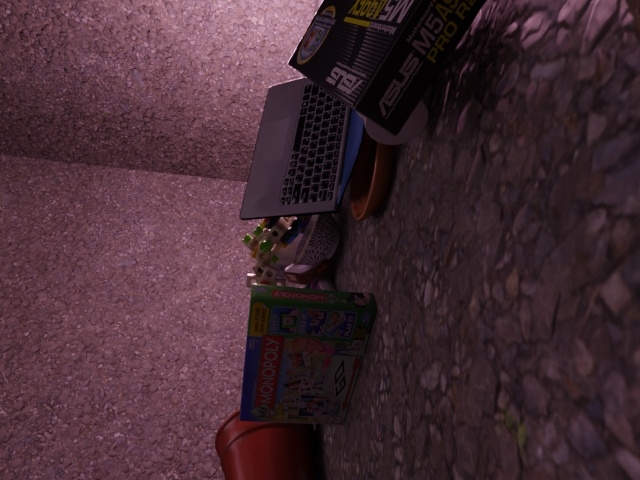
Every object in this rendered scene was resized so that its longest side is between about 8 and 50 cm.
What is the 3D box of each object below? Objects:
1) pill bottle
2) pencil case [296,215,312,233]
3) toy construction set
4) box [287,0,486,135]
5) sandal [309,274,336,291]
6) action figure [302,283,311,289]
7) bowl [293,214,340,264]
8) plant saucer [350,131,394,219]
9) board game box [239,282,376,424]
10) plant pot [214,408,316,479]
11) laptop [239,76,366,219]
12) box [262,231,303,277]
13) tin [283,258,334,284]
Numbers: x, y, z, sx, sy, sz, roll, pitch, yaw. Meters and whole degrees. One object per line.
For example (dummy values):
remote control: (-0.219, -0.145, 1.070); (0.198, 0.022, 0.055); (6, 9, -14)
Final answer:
pill bottle: (0.093, -0.224, 0.622); (0.108, 0.108, 0.194); (106, 167, -51)
pencil case: (-0.021, -0.120, 1.320); (0.306, 0.119, 0.133); (119, 167, -71)
toy construction set: (-0.143, 0.017, 1.257); (0.215, 0.151, 0.328); (-47, 22, 17)
box: (0.070, -0.258, 0.510); (0.216, 0.060, 0.270); (-55, 30, 16)
sandal: (-0.011, 0.191, 1.089); (0.416, 0.102, 0.170); (-127, 43, -78)
action figure: (-0.052, 0.180, 1.330); (0.137, 0.063, 0.232); (87, -156, -65)
bowl: (0.000, 0.000, 1.158); (0.170, 0.080, 0.170); (-62, 8, 16)
plant saucer: (0.092, -0.134, 0.822); (0.200, 0.037, 0.200); (-174, 90, -83)
board game box: (-0.035, 0.224, 0.849); (0.046, 0.213, 0.317); (-97, 14, -56)
plant pot: (-0.121, 0.594, 1.132); (0.265, 0.272, 0.273); (-117, 33, -60)
laptop: (-0.032, -0.272, 0.940); (0.236, 0.407, 0.382); (40, -126, -53)
box: (-0.099, 0.051, 1.526); (0.182, 0.180, 0.119); (115, 160, -68)
tin: (-0.037, 0.076, 1.252); (0.040, 0.106, 0.189); (56, 157, -15)
